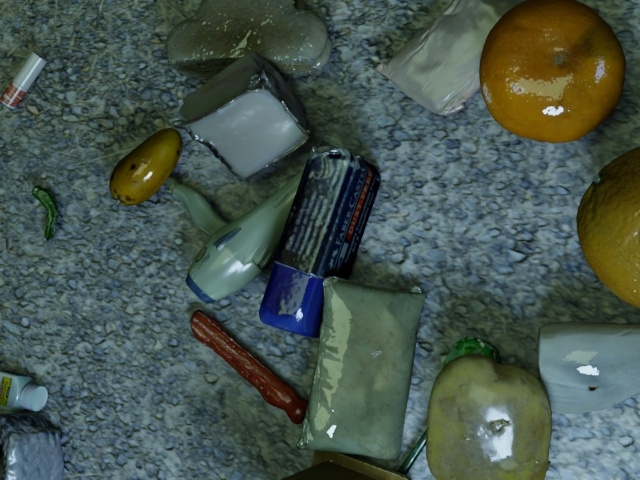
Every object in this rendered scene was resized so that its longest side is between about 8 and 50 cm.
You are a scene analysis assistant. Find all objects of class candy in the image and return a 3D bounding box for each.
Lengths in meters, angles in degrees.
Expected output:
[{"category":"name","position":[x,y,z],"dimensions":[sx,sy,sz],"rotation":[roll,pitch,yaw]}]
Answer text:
[{"category":"candy","position":[-0.136,-0.226,1.811],"dimensions":[0.195,0.185,0.137],"rotation":[-31,40,19]},{"category":"candy","position":[0.189,0.299,1.657],"dimensions":[0.097,0.097,0.323],"rotation":[38,104,24]}]

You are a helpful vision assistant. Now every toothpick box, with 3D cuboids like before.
[{"category":"toothpick box","position":[-0.006,0.458,1.568],"dimensions":[0.187,0.308,0.190],"rotation":[17,97,25]}]

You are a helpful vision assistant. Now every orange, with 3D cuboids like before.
[{"category":"orange","position":[0.371,-0.271,1.612],"dimensions":[0.240,0.171,0.240],"rotation":[-3,79,16]},{"category":"orange","position":[0.506,-0.020,1.465],"dimensions":[0.264,0.264,0.264],"rotation":[-4,80,23]}]

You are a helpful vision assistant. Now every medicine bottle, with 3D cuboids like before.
[{"category":"medicine bottle","position":[-0.611,0.306,2.015],"dimensions":[0.118,0.055,0.074],"rotation":[10,84,25]}]

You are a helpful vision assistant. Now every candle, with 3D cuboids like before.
[{"category":"candle","position":[-0.125,0.235,1.817],"dimensions":[0.329,0.048,0.051],"rotation":[37,83,25]}]

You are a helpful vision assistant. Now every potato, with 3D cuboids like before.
[{"category":"potato","position":[0.259,0.314,1.547],"dimensions":[0.191,0.141,0.296],"rotation":[2,115,12]}]

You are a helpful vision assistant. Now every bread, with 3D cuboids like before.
[{"category":"bread","position":[-0.134,-0.401,1.898],"dimensions":[0.337,0.102,0.183],"rotation":[3,82,23]}]

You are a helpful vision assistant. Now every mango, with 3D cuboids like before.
[{"category":"mango","position":[-0.336,-0.141,1.944],"dimensions":[0.178,0.090,0.115],"rotation":[-41,25,8]}]

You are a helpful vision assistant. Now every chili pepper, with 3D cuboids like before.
[{"category":"chili pepper","position":[-0.559,-0.062,2.069],"dimensions":[0.055,0.035,0.118],"rotation":[-22,82,32]}]

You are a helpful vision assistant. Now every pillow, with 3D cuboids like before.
[{"category":"pillow","position":[0.245,-0.347,1.740],"dimensions":[0.173,0.067,0.270],"rotation":[44,100,18]},{"category":"pillow","position":[0.071,0.212,1.689],"dimensions":[0.185,0.075,0.302],"rotation":[11,85,-14]}]

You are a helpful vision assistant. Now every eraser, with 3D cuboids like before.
[{"category":"eraser","position":[0.000,0.000,1.740],"dimensions":[0.101,0.155,0.332],"rotation":[17,89,24]}]

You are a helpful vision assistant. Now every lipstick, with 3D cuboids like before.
[{"category":"lipstick","position":[-0.636,-0.343,2.145],"dimensions":[0.038,0.038,0.131],"rotation":[41,98,24]}]

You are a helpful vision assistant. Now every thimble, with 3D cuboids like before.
[{"category":"thimble","position":[-0.623,0.452,1.940],"dimensions":[0.217,0.157,0.245],"rotation":[37,96,24]}]

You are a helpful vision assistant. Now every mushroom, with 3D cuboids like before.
[{"category":"mushroom","position":[0.480,0.184,1.522],"dimensions":[0.328,0.159,0.122],"rotation":[-8,55,17]}]

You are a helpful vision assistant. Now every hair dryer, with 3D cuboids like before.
[{"category":"hair dryer","position":[-0.139,-0.062,1.857],"dimensions":[0.296,0.119,0.298],"rotation":[-26,59,11]}]
